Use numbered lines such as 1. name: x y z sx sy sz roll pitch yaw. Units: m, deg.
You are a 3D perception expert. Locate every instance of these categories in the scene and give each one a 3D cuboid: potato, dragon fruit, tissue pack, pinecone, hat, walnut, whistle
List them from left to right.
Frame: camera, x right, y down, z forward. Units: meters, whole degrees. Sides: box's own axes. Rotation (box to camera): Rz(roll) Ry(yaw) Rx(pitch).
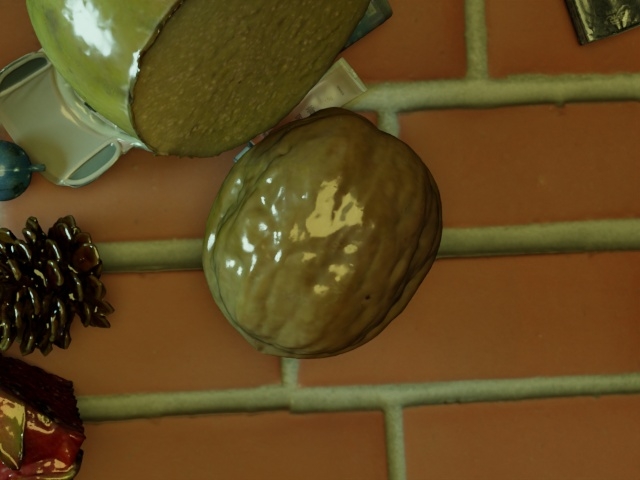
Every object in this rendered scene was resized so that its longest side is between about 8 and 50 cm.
1. whistle: -0.452 -0.093 1.819 0.158 0.090 0.090 -5 93 -2
2. dragon fruit: -0.432 0.301 1.811 0.240 0.302 0.330 -7 120 -46
3. pinecone: -0.394 0.070 1.798 0.212 0.168 0.185 -28 81 -17
4. hat: -0.318 -0.192 1.843 0.226 0.164 0.219 -24 107 34
5. potato: -0.171 -0.335 1.642 0.319 0.442 0.385 38 114 17
6. walnut: -0.003 -0.001 1.769 0.306 0.306 0.343 24 96 -7
7. tissue pack: 0.403 -0.370 1.921 0.112 0.051 0.156 -21 94 -6

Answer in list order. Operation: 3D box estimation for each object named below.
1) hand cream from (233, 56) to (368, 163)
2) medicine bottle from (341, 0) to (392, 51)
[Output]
1. hand cream: -0.032 -0.171 1.895 0.216 0.038 0.052 -39 123 -7
2. medicine bottle: -0.003 -0.291 1.864 0.203 0.083 0.083 -33 96 2
